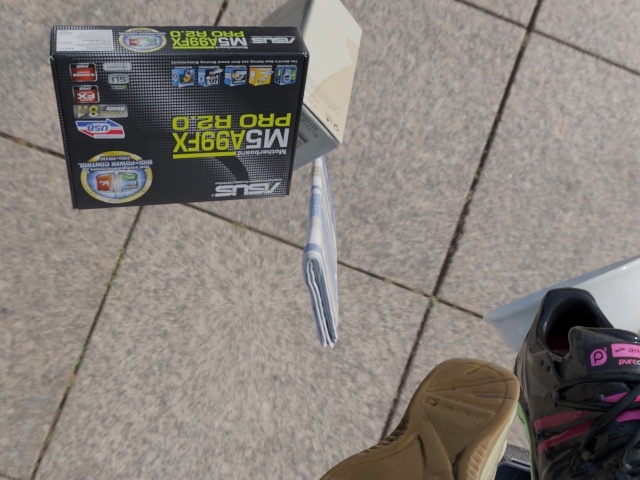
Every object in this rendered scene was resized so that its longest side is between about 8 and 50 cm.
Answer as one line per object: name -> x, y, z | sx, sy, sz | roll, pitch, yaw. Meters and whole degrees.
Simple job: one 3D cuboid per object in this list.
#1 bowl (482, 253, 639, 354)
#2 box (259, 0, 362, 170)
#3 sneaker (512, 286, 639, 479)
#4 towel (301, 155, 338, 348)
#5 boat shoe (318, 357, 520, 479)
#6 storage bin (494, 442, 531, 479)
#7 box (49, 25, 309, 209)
bowl -> 0.437, 0.133, 1.184 | 0.298, 0.298, 0.134 | -21, 81, -7
box -> -0.036, -0.259, 1.111 | 0.121, 0.148, 0.311 | 43, 40, -31
sneaker -> 0.332, 0.214, 0.828 | 0.186, 0.482, 0.202 | -3, 116, -3
towel -> 0.000, 0.000, 1.114 | 0.034, 0.209, 0.285 | -5, 43, 6
boat shoe -> 0.083, 0.233, 0.607 | 0.122, 0.341, 0.110 | 17, 122, 33
storage bin -> 0.342, 0.481, 1.323 | 0.122, 0.084, 0.180 | 19, 104, -7
box -> -0.159, -0.139, 0.821 | 0.270, 0.216, 0.060 | -4, 47, -15
